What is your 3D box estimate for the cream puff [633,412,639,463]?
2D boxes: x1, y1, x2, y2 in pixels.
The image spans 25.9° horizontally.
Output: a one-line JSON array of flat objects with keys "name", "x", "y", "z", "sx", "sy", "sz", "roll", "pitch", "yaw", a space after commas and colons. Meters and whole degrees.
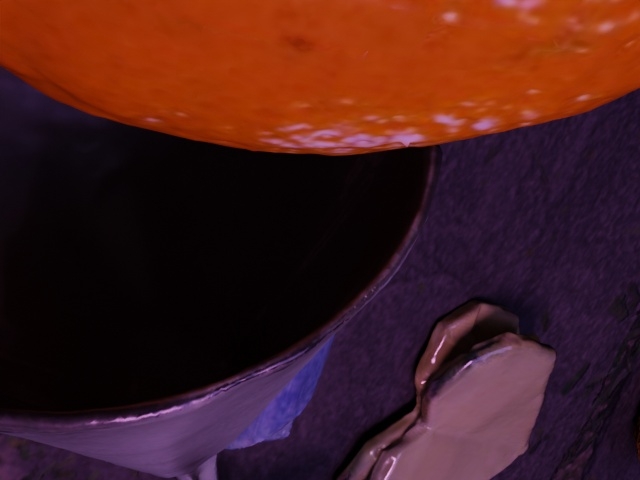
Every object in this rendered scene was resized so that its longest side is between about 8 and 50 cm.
[{"name": "cream puff", "x": 0.355, "y": 0.166, "z": 1.259, "sx": 0.165, "sy": 0.115, "sz": 0.150, "roll": -32, "pitch": 131, "yaw": -6}]

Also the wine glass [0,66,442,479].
[{"name": "wine glass", "x": -0.067, "y": 0.115, "z": 0.714, "sx": 0.267, "sy": 0.267, "sz": 0.406, "roll": -29, "pitch": 138, "yaw": -23}]

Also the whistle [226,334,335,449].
[{"name": "whistle", "x": 0.000, "y": 0.000, "z": 0.839, "sx": 0.062, "sy": 0.062, "sz": 0.304, "roll": -4, "pitch": 123, "yaw": -41}]

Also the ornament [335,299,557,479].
[{"name": "ornament", "x": 0.111, "y": 0.149, "z": 1.069, "sx": 0.180, "sy": 0.059, "sz": 0.201, "roll": 20, "pitch": 108, "yaw": -50}]

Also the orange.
[{"name": "orange", "x": 0.014, "y": -0.235, "z": 0.439, "sx": 0.424, "sy": 0.326, "sz": 0.424, "roll": -1, "pitch": 123, "yaw": -1}]
